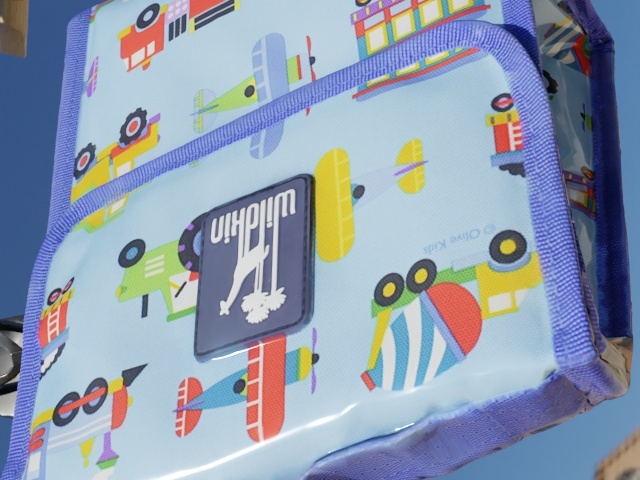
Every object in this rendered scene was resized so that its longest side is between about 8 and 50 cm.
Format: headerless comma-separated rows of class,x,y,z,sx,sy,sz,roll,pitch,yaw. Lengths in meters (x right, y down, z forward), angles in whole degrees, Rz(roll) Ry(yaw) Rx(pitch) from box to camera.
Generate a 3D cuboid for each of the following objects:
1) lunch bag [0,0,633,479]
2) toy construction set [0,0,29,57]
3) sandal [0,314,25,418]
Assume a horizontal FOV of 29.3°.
lunch bag,0.000,0.000,0.469,0.138,0.220,0.293,52,-152,-35
toy construction set,-0.381,-0.166,0.939,0.308,0.257,0.237,2,-63,-12
sandal,-0.325,0.112,1.136,0.054,0.254,0.097,20,-106,-67
